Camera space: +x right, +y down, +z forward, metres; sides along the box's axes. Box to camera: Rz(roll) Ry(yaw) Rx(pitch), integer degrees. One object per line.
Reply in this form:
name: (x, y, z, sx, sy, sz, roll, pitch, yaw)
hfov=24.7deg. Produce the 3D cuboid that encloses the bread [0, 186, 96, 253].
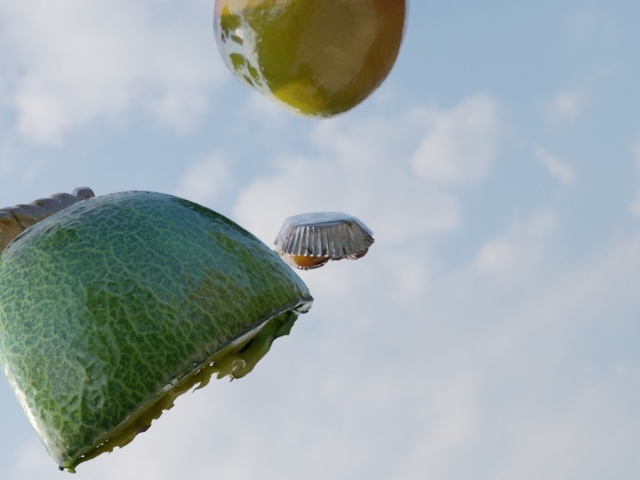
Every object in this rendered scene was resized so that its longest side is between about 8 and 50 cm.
bread: (-0.355, 0.011, 1.798, 0.225, 0.081, 0.134, -18, -59, -49)

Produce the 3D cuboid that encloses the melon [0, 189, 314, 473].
melon: (-0.116, 0.025, 1.024, 0.129, 0.169, 0.265, -46, -10, 32)

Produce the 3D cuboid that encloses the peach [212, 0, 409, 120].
peach: (-0.009, -0.252, 1.599, 0.231, 0.231, 0.231, -33, -26, -18)

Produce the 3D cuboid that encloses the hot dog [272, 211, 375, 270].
hot dog: (0.000, 0.000, 1.452, 0.099, 0.053, 0.192, -2, 3, -7)
